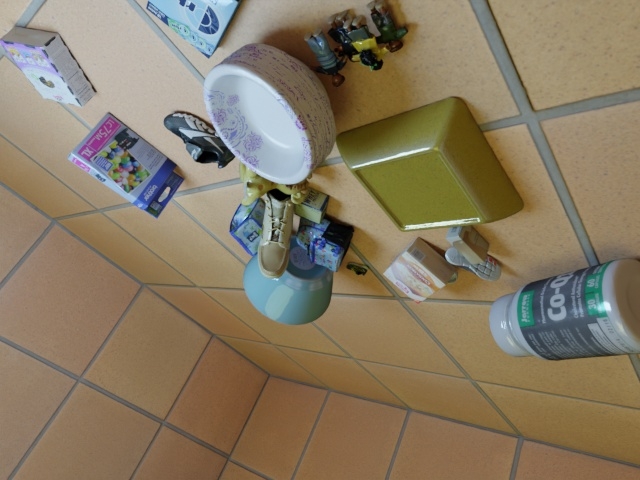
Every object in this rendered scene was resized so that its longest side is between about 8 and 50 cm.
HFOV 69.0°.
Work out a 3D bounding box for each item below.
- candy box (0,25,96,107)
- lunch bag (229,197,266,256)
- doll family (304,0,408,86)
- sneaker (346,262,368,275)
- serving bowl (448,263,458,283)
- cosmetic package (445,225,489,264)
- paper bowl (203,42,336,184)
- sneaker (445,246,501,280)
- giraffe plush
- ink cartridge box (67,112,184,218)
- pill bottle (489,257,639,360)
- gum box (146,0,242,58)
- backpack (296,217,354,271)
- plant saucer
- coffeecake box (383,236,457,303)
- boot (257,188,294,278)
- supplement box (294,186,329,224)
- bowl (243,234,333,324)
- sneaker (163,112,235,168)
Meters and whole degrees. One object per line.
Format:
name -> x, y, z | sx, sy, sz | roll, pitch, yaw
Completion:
candy box -> -0.757, -0.483, 1.305 | 0.165, 0.070, 0.196 | 16, 150, 19
lunch bag -> -0.219, -0.044, 1.505 | 0.096, 0.151, 0.128 | 2, 143, 40
doll family -> 0.061, -0.344, 0.836 | 0.193, 0.076, 0.111 | 8, 152, 41
sneaker -> 0.121, 0.098, 1.577 | 0.083, 0.035, 0.031 | 5, 145, 36
serving bowl -> 0.362, 0.085, 1.345 | 0.083, 0.027, 0.083 | 33, 150, 22
cosmetic package -> 0.371, 0.003, 1.172 | 0.115, 0.060, 0.041 | 38, 150, -24
paper bowl -> -0.092, -0.270, 0.976 | 0.284, 0.148, 0.284 | 31, 151, 20
sneaker -> 0.409, 0.059, 1.258 | 0.158, 0.061, 0.065 | 27, 179, 2
giraffe plush -> -0.112, -0.179, 1.194 | 0.171, 0.210, 0.181 | 2, 152, -17
ink cartridge box -> -0.593, -0.231, 1.470 | 0.311, 0.185, 0.065 | 40, 148, -25
pill bottle -> 0.601, 0.182, 1.122 | 0.204, 0.204, 0.361 | 33, 151, -12
gum box -> -0.248, -0.471, 0.914 | 0.157, 0.041, 0.184 | 36, 151, -17
backpack -> 0.000, 0.000, 1.429 | 0.173, 0.116, 0.158 | 25, 153, 6
plant saucer -> 0.228, -0.129, 1.048 | 0.333, 0.081, 0.333 | -7, 138, 46
coffeecake box -> 0.284, 0.091, 1.356 | 0.142, 0.068, 0.185 | 41, 153, 6
boot -> -0.122, -0.044, 1.315 | 0.095, 0.261, 0.203 | 10, 150, -2
supplement box -> -0.026, -0.101, 1.339 | 0.083, 0.056, 0.083 | 23, 153, 7
bowl -> -0.082, 0.102, 1.522 | 0.312, 0.311, 0.163 | 28, 137, -2
sneaker -> -0.336, -0.268, 1.269 | 0.234, 0.106, 0.078 | 25, 152, 3
